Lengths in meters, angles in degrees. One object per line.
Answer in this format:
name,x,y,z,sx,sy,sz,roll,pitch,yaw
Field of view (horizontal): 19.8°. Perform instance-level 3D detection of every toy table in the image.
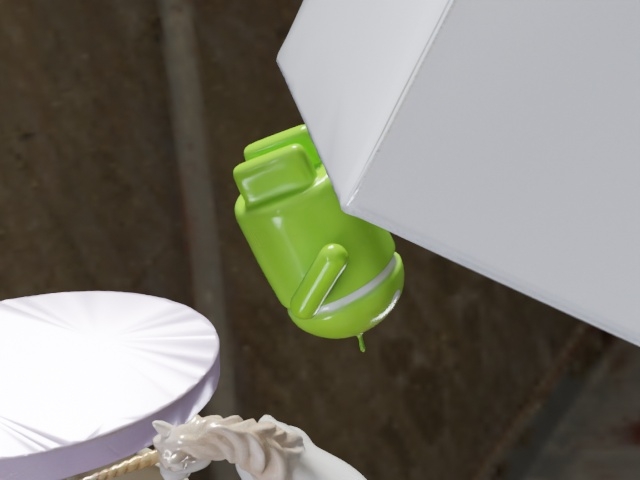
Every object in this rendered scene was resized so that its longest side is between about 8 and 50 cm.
toy table,-0.202,0.155,1.274,0.274,0.252,0.161,-6,-57,-14

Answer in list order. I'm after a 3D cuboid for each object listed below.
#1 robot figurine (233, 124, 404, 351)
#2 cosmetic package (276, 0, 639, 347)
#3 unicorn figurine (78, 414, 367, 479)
robot figurine,0.000,0.000,0.936,0.115,0.067,0.101,63,-160,-19
cosmetic package,0.118,-0.049,0.583,0.224,0.224,0.138,26,-78,-12
unicorn figurine,-0.008,0.107,0.768,0.111,0.162,0.060,79,-149,-77
